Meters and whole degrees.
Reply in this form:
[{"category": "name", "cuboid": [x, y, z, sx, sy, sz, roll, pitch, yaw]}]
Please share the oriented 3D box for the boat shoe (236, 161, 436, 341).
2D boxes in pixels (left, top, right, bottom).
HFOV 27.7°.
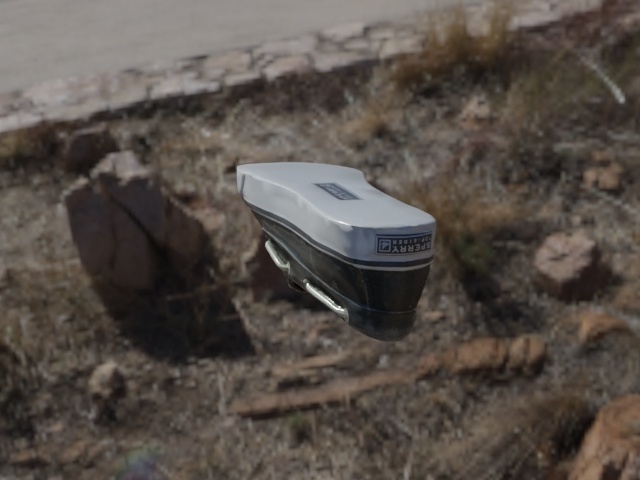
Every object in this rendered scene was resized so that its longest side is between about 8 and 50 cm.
[{"category": "boat shoe", "cuboid": [0.000, 0.000, 0.750, 0.077, 0.070, 0.219, -1, 14, -17]}]
